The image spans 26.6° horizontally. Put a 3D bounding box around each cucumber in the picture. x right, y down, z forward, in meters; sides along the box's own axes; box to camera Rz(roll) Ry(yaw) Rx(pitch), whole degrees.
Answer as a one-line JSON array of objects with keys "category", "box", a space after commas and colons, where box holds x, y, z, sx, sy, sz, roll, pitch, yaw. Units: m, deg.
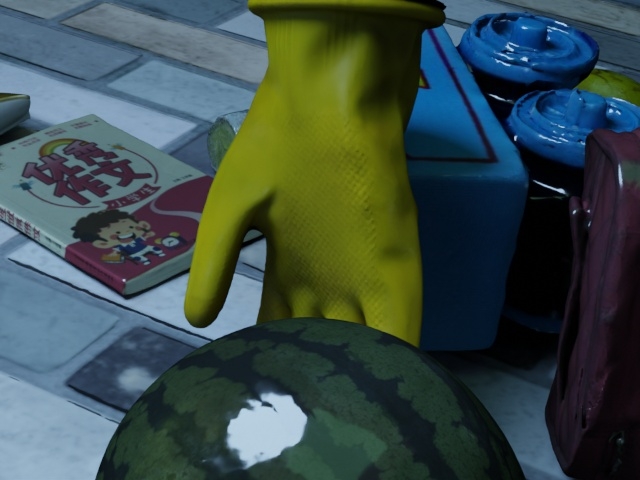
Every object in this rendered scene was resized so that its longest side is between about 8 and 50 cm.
[{"category": "cucumber", "box": [-0.037, -0.085, 1.170, 0.112, 0.064, 0.064, -8, 33, -27]}]

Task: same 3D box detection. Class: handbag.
[{"category": "handbag", "box": [0.211, 0.041, 0.830, 0.135, 0.225, 0.146, 7, 17, 3]}]

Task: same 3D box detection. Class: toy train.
[{"category": "toy train", "box": [0.091, -0.060, 1.017, 0.265, 0.188, 0.300, 0, 32, -11]}]

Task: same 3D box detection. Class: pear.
[{"category": "pear", "box": [0.247, -0.102, 1.200, 0.131, 0.107, 0.107, 28, 36, 21]}]

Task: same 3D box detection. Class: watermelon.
[{"category": "watermelon", "box": [-0.002, 0.142, 0.638, 0.212, 0.212, 0.212, 4, 30, -2]}]

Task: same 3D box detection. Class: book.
[{"category": "book", "box": [-0.172, -0.036, 1.095, 0.232, 0.022, 0.162, 29, 37, 33]}]

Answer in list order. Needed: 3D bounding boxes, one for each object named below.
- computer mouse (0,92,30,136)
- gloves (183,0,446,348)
[{"category": "computer mouse", "box": [-0.324, -0.088, 1.118, 0.102, 0.045, 0.199, -1, 23, 31]}, {"category": "gloves", "box": [0.001, 0.000, 0.813, 0.116, 0.294, 0.133, 4, 4, -34]}]
